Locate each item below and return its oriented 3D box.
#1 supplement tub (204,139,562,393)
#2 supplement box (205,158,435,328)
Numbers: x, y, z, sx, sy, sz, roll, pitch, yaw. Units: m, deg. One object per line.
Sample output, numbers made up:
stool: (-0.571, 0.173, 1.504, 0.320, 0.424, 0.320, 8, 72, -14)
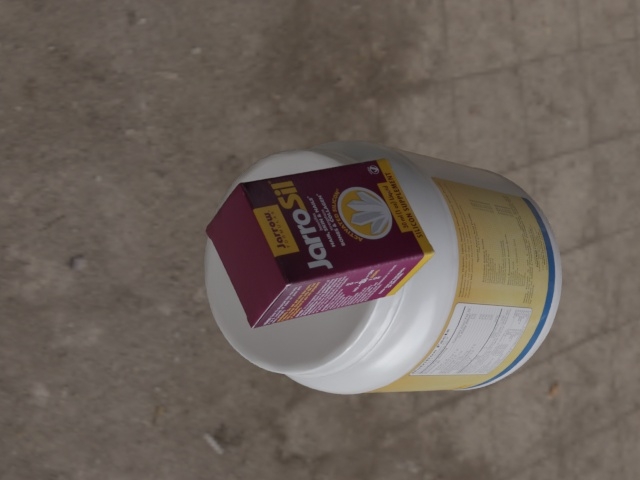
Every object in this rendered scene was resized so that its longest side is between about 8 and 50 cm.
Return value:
supplement tub: (0.041, 0.018, 0.804, 0.199, 0.144, 0.144, 8, 87, -54)
supplement box: (0.000, 0.000, 0.608, 0.083, 0.043, 0.055, -12, 67, -34)
